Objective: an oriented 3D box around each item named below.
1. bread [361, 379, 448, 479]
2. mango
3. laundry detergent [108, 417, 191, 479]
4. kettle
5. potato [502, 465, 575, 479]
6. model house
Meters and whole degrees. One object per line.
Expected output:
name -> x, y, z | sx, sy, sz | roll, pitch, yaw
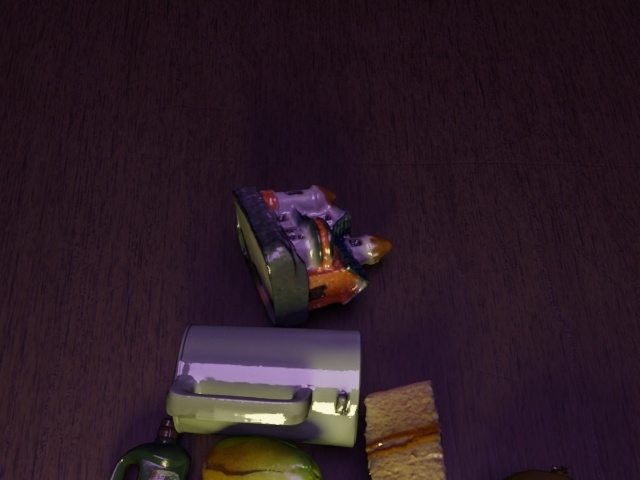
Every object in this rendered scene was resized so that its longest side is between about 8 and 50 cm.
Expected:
bread -> 0.160, 0.363, 1.223 | 0.178, 0.142, 0.266 | 18, 33, -17
mango -> -0.099, 0.375, 1.168 | 0.232, 0.111, 0.125 | 3, 57, 39
laundry detergent -> -0.297, 0.418, 1.271 | 0.144, 0.078, 0.222 | 6, 63, -2
kettle -> -0.090, 0.265, 1.272 | 0.318, 0.205, 0.265 | 5, 34, 1
potato -> 0.324, 0.530, 1.151 | 0.359, 0.219, 0.269 | -43, 51, -14
model house -> 0.000, 0.000, 1.418 | 0.300, 0.190, 0.271 | -10, 36, -17
